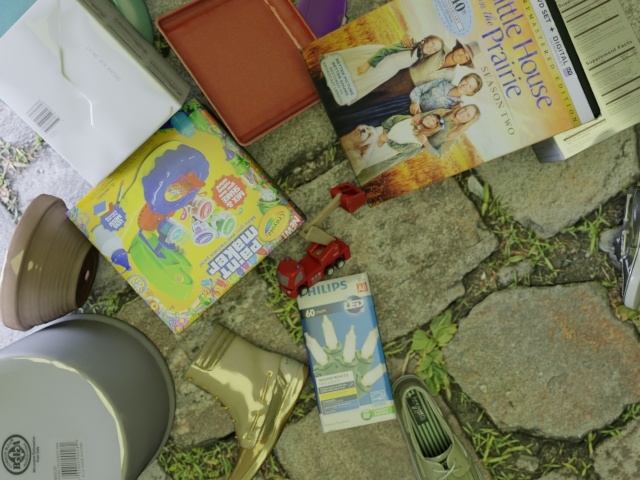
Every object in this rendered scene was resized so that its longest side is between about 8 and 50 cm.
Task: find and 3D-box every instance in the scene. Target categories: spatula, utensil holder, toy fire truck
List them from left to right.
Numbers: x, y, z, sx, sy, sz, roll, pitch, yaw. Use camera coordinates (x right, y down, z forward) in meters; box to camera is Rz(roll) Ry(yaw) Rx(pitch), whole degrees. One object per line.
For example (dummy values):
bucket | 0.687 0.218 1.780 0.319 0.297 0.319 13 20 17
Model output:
utensil holder | -0.430 0.303 1.614 0.328 0.385 0.327 0 93 1
toy fire truck | 0.000 0.000 1.694 0.192 0.135 0.047 -35 48 -23
spatula | 0.098 -0.378 1.754 0.297 0.030 0.084 12 96 0

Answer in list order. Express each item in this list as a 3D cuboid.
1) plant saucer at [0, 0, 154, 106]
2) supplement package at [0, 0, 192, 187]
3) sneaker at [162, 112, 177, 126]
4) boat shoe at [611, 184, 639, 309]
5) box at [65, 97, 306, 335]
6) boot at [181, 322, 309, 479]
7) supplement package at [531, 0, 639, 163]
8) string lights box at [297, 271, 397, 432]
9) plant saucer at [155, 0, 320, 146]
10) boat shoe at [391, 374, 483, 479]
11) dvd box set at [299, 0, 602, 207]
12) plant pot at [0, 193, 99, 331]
plant saucer | -0.439 -0.336 1.648 0.318 0.043 0.317 0 113 0
supplement package | -0.374 -0.259 1.577 0.204 0.145 0.262 -40 106 15
sneaker | -0.325 -0.195 1.739 0.152 0.084 0.058 -18 92 1
boat shoe | 0.560 0.011 1.754 0.070 0.078 0.219 14 97 34
box | -0.222 -0.043 1.701 0.290 0.177 0.279 -43 93 2
boot | -0.161 0.298 1.755 0.204 0.095 0.262 27 91 -1
supplement package | 0.420 -0.292 1.671 0.198 0.199 0.262 -27 92 2
string lights box | 0.044 0.198 1.737 0.133 0.077 0.259 -12 82 1
plant saucer | -0.122 -0.314 1.701 0.259 0.048 0.258 -36 92 -32
boat shoe | 0.207 0.384 1.756 0.109 0.094 0.302 -29 92 2
dvd box set | 0.202 -0.261 1.604 0.420 0.062 0.307 -20 97 31
plant pot | -0.448 0.047 1.674 0.110 0.237 0.237 14 93 2
